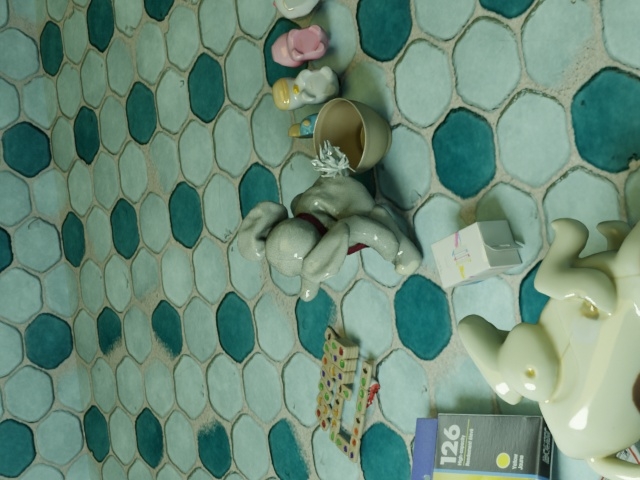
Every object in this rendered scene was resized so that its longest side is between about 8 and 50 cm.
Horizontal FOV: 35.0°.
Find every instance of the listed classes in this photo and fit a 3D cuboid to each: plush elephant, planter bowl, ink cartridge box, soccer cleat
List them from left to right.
[{"bbox_3d":[0.000,0.000,2.004,0.272,0.255,0.330,28,158,41],"label":"plush elephant"},{"bbox_3d":[0.078,-0.210,2.089,0.162,0.109,0.162,7,100,50],"label":"planter bowl"},{"bbox_3d":[0.101,0.332,2.192,0.036,0.029,0.083,56,131,42],"label":"soccer cleat"},{"bbox_3d":[0.272,0.470,1.857,0.307,0.072,0.304,-7,68,38],"label":"ink cartridge box"},{"bbox_3d":[0.294,0.022,1.874,0.143,0.092,0.090,-29,71,46],"label":"ink cartridge box"}]

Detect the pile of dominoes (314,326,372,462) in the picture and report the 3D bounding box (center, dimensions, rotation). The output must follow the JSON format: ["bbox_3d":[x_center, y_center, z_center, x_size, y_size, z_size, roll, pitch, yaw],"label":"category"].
[{"bbox_3d":[0.033,0.336,2.234,0.196,0.040,0.251,31,118,56],"label":"pile of dominoes"}]

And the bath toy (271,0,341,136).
[{"bbox_3d":[-0.039,-0.401,2.203,0.151,0.129,0.348,-8,90,6],"label":"bath toy"}]

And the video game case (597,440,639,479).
[{"bbox_3d":[0.514,0.479,1.625,0.285,0.025,0.204,-109,34,-57],"label":"video game case"}]

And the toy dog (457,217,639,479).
[{"bbox_3d":[0.462,0.123,1.525,0.408,0.284,0.395,-51,40,32],"label":"toy dog"}]
